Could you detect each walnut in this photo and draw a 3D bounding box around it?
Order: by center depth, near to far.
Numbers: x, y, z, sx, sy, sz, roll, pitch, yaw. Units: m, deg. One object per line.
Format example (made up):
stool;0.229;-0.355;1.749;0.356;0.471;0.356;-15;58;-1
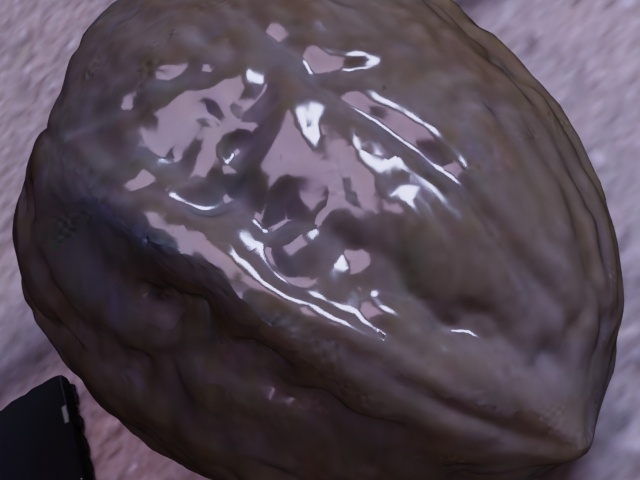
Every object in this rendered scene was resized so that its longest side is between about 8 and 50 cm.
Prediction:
walnut;0.001;0.001;0.585;0.230;0.178;0.178;38;90;31

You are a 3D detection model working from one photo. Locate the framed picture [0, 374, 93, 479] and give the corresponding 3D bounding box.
framed picture;-0.204;0.227;0.702;0.324;0.013;0.244;-32;51;17
